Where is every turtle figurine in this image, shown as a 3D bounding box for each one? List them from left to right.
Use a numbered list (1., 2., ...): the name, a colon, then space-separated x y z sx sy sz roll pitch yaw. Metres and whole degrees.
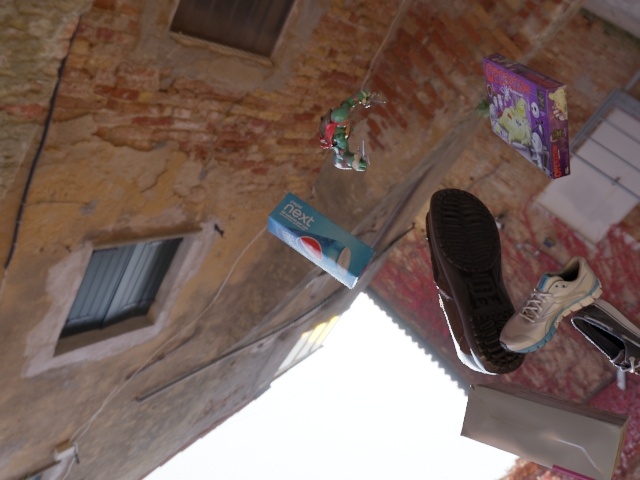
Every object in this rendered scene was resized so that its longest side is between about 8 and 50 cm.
1. turtle figurine: 0.054 -0.231 1.069 0.118 0.175 0.234 12 174 -2

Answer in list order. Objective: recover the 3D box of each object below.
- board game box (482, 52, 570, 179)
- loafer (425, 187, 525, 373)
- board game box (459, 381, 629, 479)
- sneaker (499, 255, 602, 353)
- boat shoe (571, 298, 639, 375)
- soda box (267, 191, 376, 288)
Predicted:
1. board game box: 0.477 -0.304 1.218 0.056 0.208 0.347 -14 -150 2
2. loafer: 0.258 0.073 0.960 0.134 0.130 0.366 2 -117 -14
3. board game box: 0.407 0.327 0.916 0.224 0.097 0.303 10 174 35
4. sneaker: 0.345 0.093 0.801 0.083 0.191 0.071 55 171 -30
5. boat shoe: 0.747 0.271 1.244 0.102 0.108 0.301 -27 -122 -25
6. soda box: 0.000 0.000 1.014 0.210 0.067 0.071 34 -114 10
